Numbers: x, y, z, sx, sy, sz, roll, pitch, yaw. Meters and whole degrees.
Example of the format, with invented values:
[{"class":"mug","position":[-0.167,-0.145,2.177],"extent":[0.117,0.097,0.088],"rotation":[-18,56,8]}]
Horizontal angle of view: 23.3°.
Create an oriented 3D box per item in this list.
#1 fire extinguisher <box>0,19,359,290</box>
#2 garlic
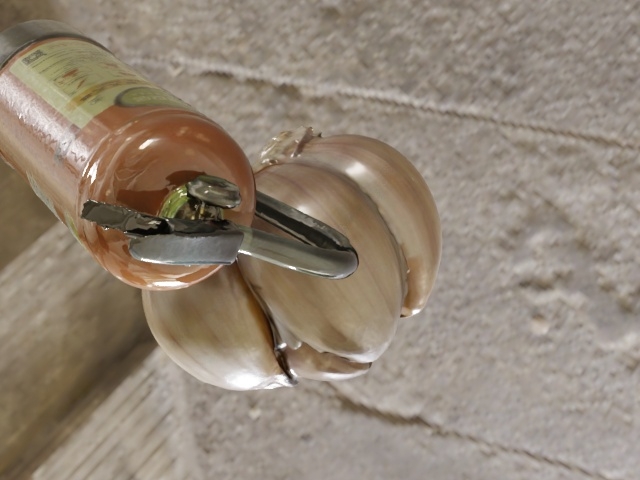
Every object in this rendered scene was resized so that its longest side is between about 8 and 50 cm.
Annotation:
[{"class":"fire extinguisher","position":[-0.103,-0.055,1.039],"extent":[0.376,0.200,0.113],"rotation":[-141,50,-57]},{"class":"garlic","position":[-0.013,0.016,1.162],"extent":[0.191,0.214,0.160],"rotation":[52,135,3]}]
